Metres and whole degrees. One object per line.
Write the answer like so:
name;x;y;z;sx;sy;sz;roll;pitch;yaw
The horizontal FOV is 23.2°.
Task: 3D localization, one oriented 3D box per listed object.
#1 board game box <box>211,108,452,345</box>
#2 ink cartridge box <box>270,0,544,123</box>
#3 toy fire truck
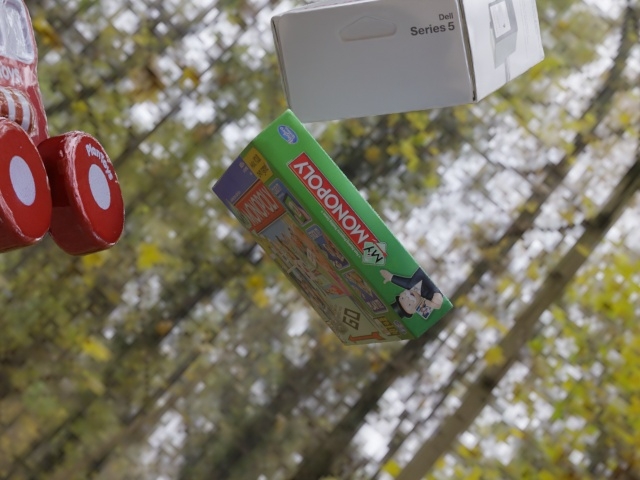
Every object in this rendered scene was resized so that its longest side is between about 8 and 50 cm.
board game box;0.000;0.000;1.421;0.213;0.046;0.317;49;-11;-2
ink cartridge box;0.096;-0.205;1.592;0.198;0.273;0.115;-5;-77;23
toy fire truck;-0.291;-0.097;1.204;0.302;0.169;0.254;6;69;-72
